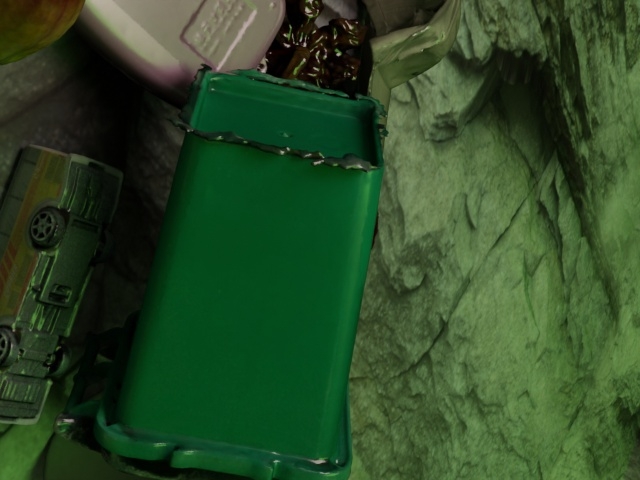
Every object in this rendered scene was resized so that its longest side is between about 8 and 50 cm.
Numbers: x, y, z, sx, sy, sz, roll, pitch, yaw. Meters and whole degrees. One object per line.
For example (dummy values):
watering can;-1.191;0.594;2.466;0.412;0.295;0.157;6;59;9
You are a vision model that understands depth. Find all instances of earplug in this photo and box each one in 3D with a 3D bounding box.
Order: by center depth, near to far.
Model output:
earplug;-0.180;0.308;1.328;0.172;0.172;0.301;-57;149;-15

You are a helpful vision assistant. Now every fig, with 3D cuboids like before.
fig;-0.293;-0.201;0.948;0.231;0.160;0.143;-53;-164;44

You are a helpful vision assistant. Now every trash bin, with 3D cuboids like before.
trash bin;-0.085;0.039;1.098;0.259;0.295;0.381;-90;-168;-65

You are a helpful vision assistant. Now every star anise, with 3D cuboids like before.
star anise;-0.035;-0.210;1.245;0.190;0.126;0.220;-34;120;-19

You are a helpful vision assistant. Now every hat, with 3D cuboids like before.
hat;0.112;-0.213;1.378;0.214;0.149;0.245;-90;170;-56

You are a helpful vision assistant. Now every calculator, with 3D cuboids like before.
calculator;-0.150;-0.253;1.086;0.294;0.043;0.194;39;75;-34

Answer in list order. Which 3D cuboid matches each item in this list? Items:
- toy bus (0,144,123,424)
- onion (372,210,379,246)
toy bus;-0.284;0.041;1.087;0.092;0.106;0.268;21;88;-55
onion;0.000;0.000;1.328;0.195;0.218;0.140;-42;136;7
